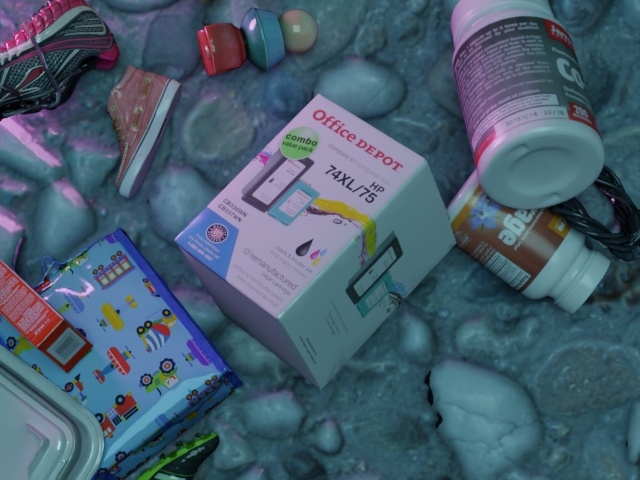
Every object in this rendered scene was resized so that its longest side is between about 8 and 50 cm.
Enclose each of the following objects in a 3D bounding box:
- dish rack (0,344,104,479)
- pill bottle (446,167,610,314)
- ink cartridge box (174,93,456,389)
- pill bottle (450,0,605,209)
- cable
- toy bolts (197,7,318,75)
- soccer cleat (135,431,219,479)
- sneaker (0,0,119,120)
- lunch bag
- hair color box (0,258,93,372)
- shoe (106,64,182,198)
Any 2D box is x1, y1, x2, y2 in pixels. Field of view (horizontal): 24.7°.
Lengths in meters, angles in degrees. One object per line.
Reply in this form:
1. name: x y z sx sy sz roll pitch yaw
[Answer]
1. dish rack: -0.453 0.304 1.820 0.285 0.072 0.333 32 91 25
2. pill bottle: 0.270 -0.001 1.935 0.216 0.121 0.121 35 82 2
3. ink cartridge box: 0.000 0.000 1.842 0.198 0.197 0.270 34 74 32
4. pill bottle: 0.260 -0.195 1.892 0.161 0.161 0.283 -6 53 -3
5. cable: 0.360 -0.049 1.936 0.150 0.047 0.184 17 38 -20
6. toy bolts: -0.088 -0.337 1.938 0.158 0.218 0.228 -14 101 -11
7. soccer cleat: -0.197 0.318 1.907 0.179 0.060 0.072 -37 95 0
8. sneaker: -0.397 -0.202 1.922 0.299 0.121 0.112 -44 91 -16
9. lunch bag: -0.281 0.135 1.899 0.221 0.138 0.293 -38 76 -4
10. hair color box: -0.372 0.087 1.841 0.053 0.093 0.167 -46 60 -8
11. shoe: -0.256 -0.148 1.963 0.081 0.063 0.178 21 77 2
